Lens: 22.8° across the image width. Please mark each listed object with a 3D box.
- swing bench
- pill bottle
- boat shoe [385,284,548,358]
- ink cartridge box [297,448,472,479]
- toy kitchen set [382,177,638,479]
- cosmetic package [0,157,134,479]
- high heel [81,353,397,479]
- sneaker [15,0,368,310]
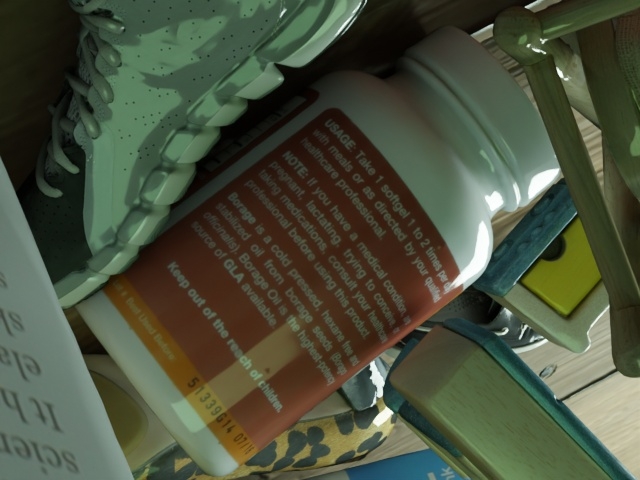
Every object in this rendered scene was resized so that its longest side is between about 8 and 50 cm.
[{"bbox_3d":[0.236,-0.075,0.701,0.253,0.165,0.254,-18,-174,18],"label":"swing bench"},{"bbox_3d":[0.000,0.000,0.736,0.216,0.121,0.121,-37,144,-6],"label":"pill bottle"},{"bbox_3d":[0.093,0.039,0.920,0.125,0.046,0.038,-5,142,-16],"label":"boat shoe"},{"bbox_3d":[-0.092,0.283,0.943,0.395,0.166,0.285,-10,151,-25],"label":"ink cartridge box"},{"bbox_3d":[0.111,0.037,0.791,0.122,0.207,0.166,45,84,-17],"label":"toy kitchen set"},{"bbox_3d":[-0.287,0.056,0.400,0.327,0.394,0.329,-43,140,18],"label":"cosmetic package"},{"bbox_3d":[-0.076,0.125,0.869,0.261,0.093,0.186,-31,142,-6],"label":"high heel"},{"bbox_3d":[-0.095,-0.078,0.643,0.229,0.086,0.132,-46,132,12],"label":"sneaker"}]
